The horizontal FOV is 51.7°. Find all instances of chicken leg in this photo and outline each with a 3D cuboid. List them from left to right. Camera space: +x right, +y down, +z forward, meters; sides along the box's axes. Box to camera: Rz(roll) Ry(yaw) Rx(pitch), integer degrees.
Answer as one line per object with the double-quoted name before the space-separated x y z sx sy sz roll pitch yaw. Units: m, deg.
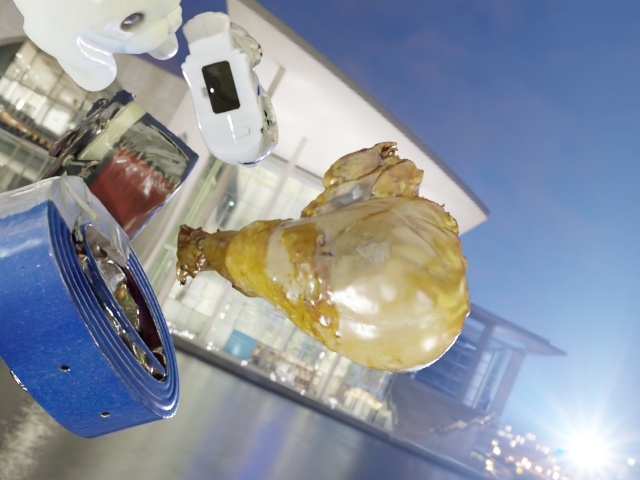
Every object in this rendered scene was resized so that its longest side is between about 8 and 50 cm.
"chicken leg" 0.000 0.000 0.796 0.409 0.295 0.182 4 -32 33

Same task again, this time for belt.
"belt" -0.284 0.089 0.805 0.212 0.117 0.347 -98 170 -54

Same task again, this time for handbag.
"handbag" -0.332 -0.093 1.019 0.181 0.181 0.254 41 -58 -16

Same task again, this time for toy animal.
"toy animal" -0.230 -0.296 0.685 0.174 0.249 0.289 1 0 -10

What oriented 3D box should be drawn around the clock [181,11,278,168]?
"clock" -0.097 -0.174 0.775 0.080 0.176 0.117 -11 14 14
